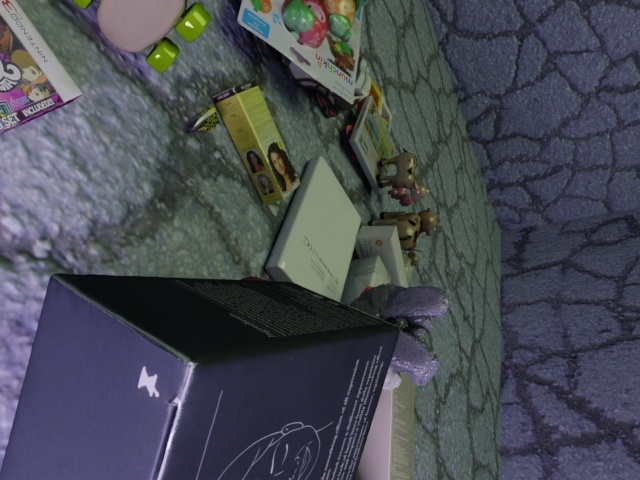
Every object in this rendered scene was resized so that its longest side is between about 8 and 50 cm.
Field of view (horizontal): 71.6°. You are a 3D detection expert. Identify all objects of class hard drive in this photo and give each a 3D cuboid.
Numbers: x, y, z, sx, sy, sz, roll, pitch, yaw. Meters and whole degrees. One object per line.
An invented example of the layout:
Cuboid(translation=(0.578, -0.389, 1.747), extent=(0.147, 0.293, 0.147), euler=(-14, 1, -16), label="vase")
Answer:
Cuboid(translation=(0.000, 0.000, 1.041), extent=(0.233, 0.047, 0.352), euler=(54, 38, -35), label="hard drive")

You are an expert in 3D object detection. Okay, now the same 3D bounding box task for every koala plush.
Cuboid(translation=(0.164, 0.214, 0.959), extent=(0.221, 0.204, 0.196), euler=(68, 36, -53), label="koala plush")

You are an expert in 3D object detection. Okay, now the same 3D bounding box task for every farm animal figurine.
Cuboid(translation=(0.265, -0.074, 1.332), extent=(0.326, 0.173, 0.330), euler=(-55, 135, -46), label="farm animal figurine")

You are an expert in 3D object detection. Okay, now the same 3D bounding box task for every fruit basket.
Cuboid(translation=(-0.013, -0.535, 1.004), extent=(0.327, 0.166, 0.352), euler=(24, 58, -36), label="fruit basket")

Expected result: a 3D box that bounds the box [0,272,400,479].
Cuboid(translation=(-0.108, 0.213, 0.529), extent=(0.396, 0.212, 0.293), euler=(12, 96, -58), label="box")

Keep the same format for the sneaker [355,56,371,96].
Cuboid(translation=(0.113, -0.469, 1.344), extent=(0.091, 0.094, 0.258), euler=(53, 38, -29), label="sneaker")

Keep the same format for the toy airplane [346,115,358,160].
Cuboid(translation=(0.112, -0.301, 1.340), extent=(0.151, 0.028, 0.151), euler=(8, 81, -54), label="toy airplane")

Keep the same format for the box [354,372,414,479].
Cuboid(translation=(0.142, 0.438, 1.052), extent=(0.148, 0.121, 0.310), euler=(44, 44, -44), label="box")

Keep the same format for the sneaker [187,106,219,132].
Cuboid(translation=(-0.203, -0.208, 0.788), extent=(0.035, 0.031, 0.083), euler=(61, 34, -27), label="sneaker")

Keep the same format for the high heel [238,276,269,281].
Cuboid(translation=(-0.078, 0.151, 0.787), extent=(0.244, 0.117, 0.082), euler=(58, 36, -31), label="high heel")

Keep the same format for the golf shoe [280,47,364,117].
Cuboid(translation=(0.006, -0.429, 1.131), extent=(0.273, 0.120, 0.105), euler=(30, 57, -50), label="golf shoe")

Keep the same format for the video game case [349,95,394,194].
Cuboid(translation=(0.164, -0.291, 1.369), extent=(0.227, 0.026, 0.206), euler=(56, 43, -42), label="video game case")

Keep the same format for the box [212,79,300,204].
Cuboid(translation=(-0.123, -0.196, 0.892), extent=(0.232, 0.058, 0.087), euler=(65, 33, -20), label="box")

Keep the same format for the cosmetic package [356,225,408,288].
Cuboid(translation=(0.175, 0.073, 1.216), extent=(0.060, 0.099, 0.238), euler=(-61, 142, -49), label="cosmetic package")

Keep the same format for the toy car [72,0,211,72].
Cuboid(translation=(-0.254, -0.383, 0.673), extent=(0.155, 0.149, 0.188), euler=(38, 37, -34), label="toy car")

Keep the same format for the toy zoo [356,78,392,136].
Cuboid(translation=(0.187, -0.420, 1.515), extent=(0.192, 0.030, 0.292), euler=(45, 44, -43), label="toy zoo")

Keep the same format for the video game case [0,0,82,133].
Cuboid(translation=(-0.399, -0.199, 0.446), extent=(0.210, 0.042, 0.232), euler=(61, 35, -25), label="video game case")

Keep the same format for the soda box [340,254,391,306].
Cuboid(translation=(0.091, 0.167, 1.086), extent=(0.091, 0.098, 0.286), euler=(59, 36, -29), label="soda box")
